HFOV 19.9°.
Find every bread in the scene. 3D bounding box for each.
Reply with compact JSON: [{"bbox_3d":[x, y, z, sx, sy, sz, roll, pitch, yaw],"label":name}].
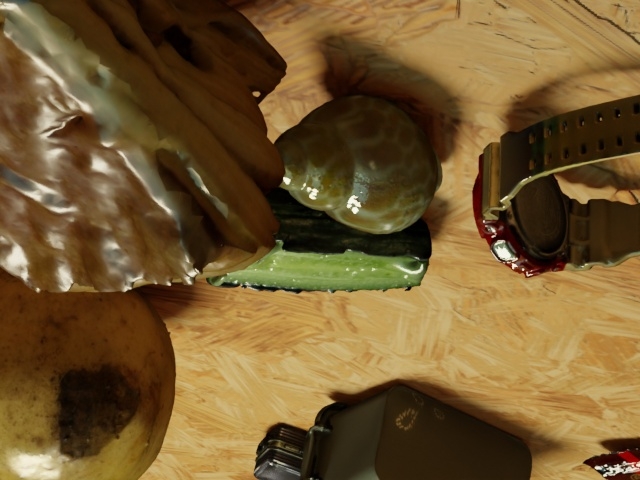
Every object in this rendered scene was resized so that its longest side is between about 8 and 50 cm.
[{"bbox_3d":[-0.199,-0.131,1.321,0.314,0.191,0.370,-3,137,46],"label":"bread"}]

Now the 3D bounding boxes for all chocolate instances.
[{"bbox_3d":[0.365,0.262,1.989,0.086,0.028,0.182,-20,139,40],"label":"chocolate"}]

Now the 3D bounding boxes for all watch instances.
[{"bbox_3d":[0.242,-0.047,1.363,0.268,0.102,0.165,-13,151,31],"label":"watch"}]

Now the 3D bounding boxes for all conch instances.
[{"bbox_3d":[0.035,-0.056,1.439,0.116,0.106,0.173,29,173,15],"label":"conch"}]

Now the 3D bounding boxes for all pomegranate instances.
[{"bbox_3d":[-0.274,0.143,1.847,0.281,0.281,0.281,13,155,6],"label":"pomegranate"}]

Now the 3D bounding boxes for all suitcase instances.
[{"bbox_3d":[-0.015,0.272,2.190,0.126,0.059,0.086,20,153,-9],"label":"suitcase"}]

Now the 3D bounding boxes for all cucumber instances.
[{"bbox_3d":[0.000,0.000,1.597,0.193,0.086,0.115,9,156,0],"label":"cucumber"}]

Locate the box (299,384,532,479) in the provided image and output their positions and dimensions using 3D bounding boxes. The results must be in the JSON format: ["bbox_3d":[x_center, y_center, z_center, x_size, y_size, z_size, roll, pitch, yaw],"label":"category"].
[{"bbox_3d":[0.113,0.264,2.000,0.243,0.163,0.135,28,144,-21],"label":"box"}]
